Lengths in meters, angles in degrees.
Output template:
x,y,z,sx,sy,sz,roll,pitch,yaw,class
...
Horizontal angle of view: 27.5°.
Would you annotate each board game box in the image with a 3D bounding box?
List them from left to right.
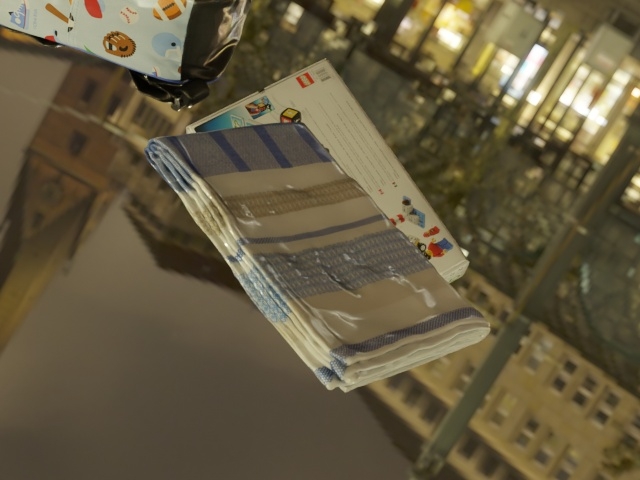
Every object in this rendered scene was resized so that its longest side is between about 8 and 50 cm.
x,y,z,sx,sy,sz,roll,pitch,yaw,class
0.004,-0.045,1.487,0.305,0.193,0.053,57,164,19,board game box

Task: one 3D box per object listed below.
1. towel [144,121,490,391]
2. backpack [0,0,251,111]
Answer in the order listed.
x,y,z,sx,sy,sz,roll,pitch,yaw,class
0.000,0.000,1.108,0.209,0.034,0.285,-12,-127,-46,towel
-0.191,-0.279,1.186,0.263,0.213,0.277,9,-141,2,backpack
